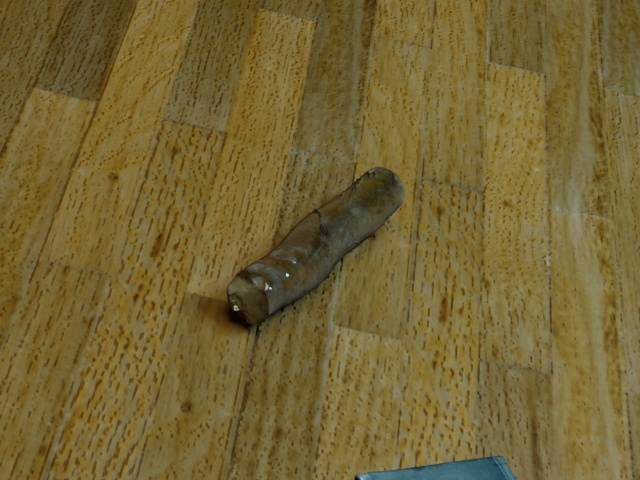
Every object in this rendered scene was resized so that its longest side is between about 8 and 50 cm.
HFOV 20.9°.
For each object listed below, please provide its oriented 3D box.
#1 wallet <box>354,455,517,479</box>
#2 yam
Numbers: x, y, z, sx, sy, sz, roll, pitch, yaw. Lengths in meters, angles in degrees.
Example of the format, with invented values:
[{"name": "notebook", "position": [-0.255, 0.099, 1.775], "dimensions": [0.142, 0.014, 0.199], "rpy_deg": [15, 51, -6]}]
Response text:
[{"name": "wallet", "position": [0.095, 0.201, 1.263], "dimensions": [0.129, 0.026, 0.088], "rpy_deg": [-4, 44, -26]}, {"name": "yam", "position": [0.000, 0.000, 1.478], "dimensions": [0.057, 0.057, 0.241], "rpy_deg": [29, 39, 18]}]
